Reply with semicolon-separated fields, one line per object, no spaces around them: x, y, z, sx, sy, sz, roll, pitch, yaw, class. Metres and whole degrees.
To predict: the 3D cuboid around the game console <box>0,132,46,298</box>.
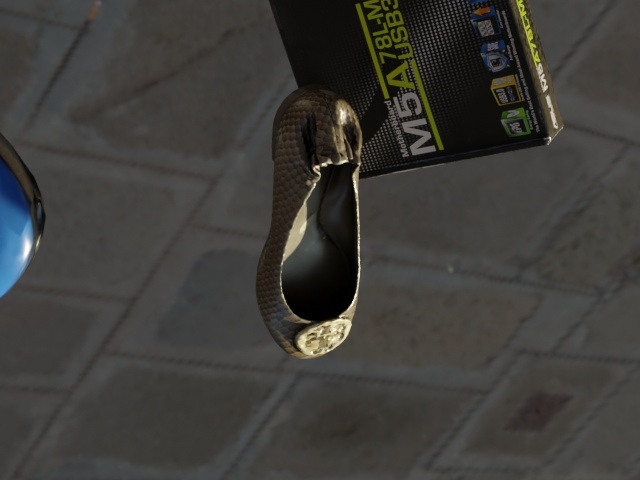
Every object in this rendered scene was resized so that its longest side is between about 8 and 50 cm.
-0.254;-0.034;0.466;0.293;0.173;0.250;-36;103;14;game console

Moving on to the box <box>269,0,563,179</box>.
0.062;-0.146;1.036;0.184;0.045;0.190;-9;109;29;box

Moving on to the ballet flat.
0.000;0.000;1.064;0.084;0.058;0.249;-18;133;-25;ballet flat
